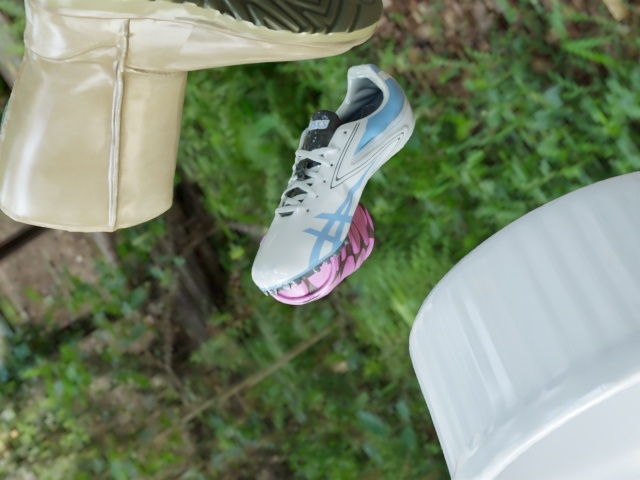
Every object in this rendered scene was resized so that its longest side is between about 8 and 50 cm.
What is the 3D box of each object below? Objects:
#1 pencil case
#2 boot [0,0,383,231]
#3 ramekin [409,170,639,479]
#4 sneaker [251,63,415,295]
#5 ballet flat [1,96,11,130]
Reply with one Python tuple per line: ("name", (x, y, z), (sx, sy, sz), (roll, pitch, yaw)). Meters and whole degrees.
("pencil case", (0.000, 0.000, 1.433), (0.209, 0.095, 0.098), (-36, -72, -76))
("boot", (-0.101, -0.101, 0.927), (0.269, 0.236, 0.089), (112, 163, -56))
("ramekin", (0.193, 0.074, 0.885), (0.277, 0.277, 0.135), (82, 166, -61))
("sneaker", (0.001, -0.054, 1.169), (0.085, 0.237, 0.086), (-6, 135, 49))
("ballet flat", (-0.300, -0.107, 1.429), (0.070, 0.070, 0.188), (63, 176, -25))
